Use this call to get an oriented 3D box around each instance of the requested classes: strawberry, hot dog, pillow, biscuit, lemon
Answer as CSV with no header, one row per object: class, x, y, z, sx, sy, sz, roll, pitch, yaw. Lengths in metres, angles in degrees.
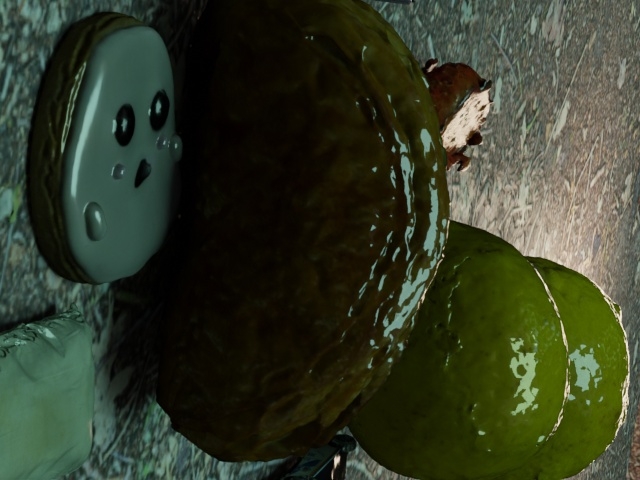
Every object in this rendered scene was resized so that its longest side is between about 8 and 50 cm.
strawberry,0.133,-0.135,2.033,0.121,0.082,0.188,-56,166,-6
hot dog,-0.025,-0.012,1.452,0.174,0.267,0.387,5,96,-29
pillow,-0.218,0.124,1.253,0.229,0.051,0.128,-23,114,-67
biscuit,-0.150,-0.064,1.343,0.181,0.049,0.208,-52,148,-54
lemon,0.130,0.111,1.882,0.253,0.254,0.310,-17,94,-67
lemon,0.243,0.153,2.206,0.268,0.268,0.321,-49,142,-54

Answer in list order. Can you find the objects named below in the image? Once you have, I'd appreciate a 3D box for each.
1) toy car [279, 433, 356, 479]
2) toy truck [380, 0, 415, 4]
toy car,-0.013,0.264,1.860,0.205,0.056,0.095,-34,132,-64
toy truck,0.071,-0.287,1.655,0.268,0.155,0.124,-35,132,-62
